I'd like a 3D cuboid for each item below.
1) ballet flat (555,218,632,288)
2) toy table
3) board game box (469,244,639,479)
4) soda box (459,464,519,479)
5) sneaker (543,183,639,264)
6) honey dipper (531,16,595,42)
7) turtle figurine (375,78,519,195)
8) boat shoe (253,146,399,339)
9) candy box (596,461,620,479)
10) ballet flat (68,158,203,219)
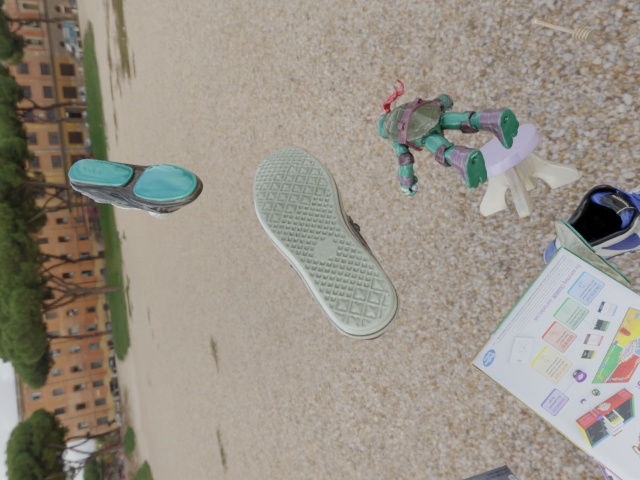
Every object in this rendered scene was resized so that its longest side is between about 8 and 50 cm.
[{"bbox_3d":[0.464,0.036,0.810,0.168,0.057,0.052,46,105,9],"label":"ballet flat"},{"bbox_3d":[0.506,-0.179,1.198,0.252,0.274,0.160,-21,106,47],"label":"toy table"},{"bbox_3d":[0.435,0.196,0.707,0.317,0.064,0.242,39,101,21],"label":"board game box"},{"bbox_3d":[0.164,0.393,0.616,0.092,0.264,0.083,-125,36,-52],"label":"soda box"},{"bbox_3d":[0.613,-0.046,0.923,0.127,0.316,0.182,63,-178,30],"label":"sneaker"},{"bbox_3d":[0.567,-0.501,1.097,0.160,0.031,0.030,46,137,43],"label":"honey dipper"},{"bbox_3d":[0.156,-0.153,0.687,0.234,0.118,0.175,28,93,51],"label":"turtle figurine"},{"bbox_3d":[0.000,0.000,0.975,0.500,0.187,0.156,58,176,30],"label":"boat shoe"},{"bbox_3d":[0.497,0.342,0.805,0.196,0.070,0.165,64,-165,9],"label":"candy box"},{"bbox_3d":[-0.326,-0.094,0.854,0.096,0.281,0.095,74,-147,-54],"label":"ballet flat"}]
